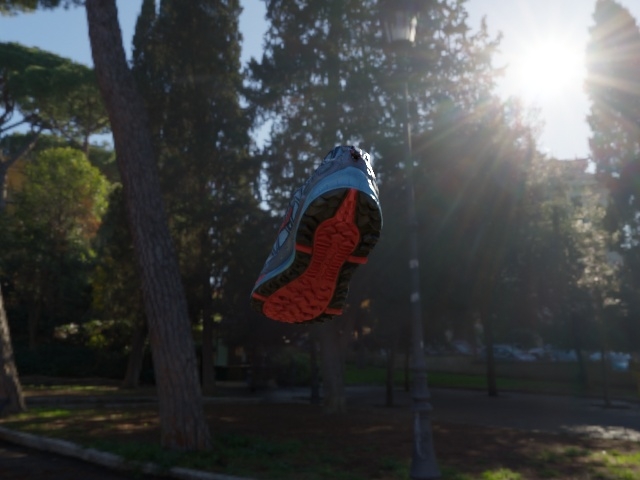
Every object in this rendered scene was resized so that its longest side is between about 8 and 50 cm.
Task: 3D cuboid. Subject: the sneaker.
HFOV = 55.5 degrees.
[{"bbox_3d":[0.000,0.000,0.692,0.104,0.125,0.262,20,-43,-15],"label":"sneaker"}]
